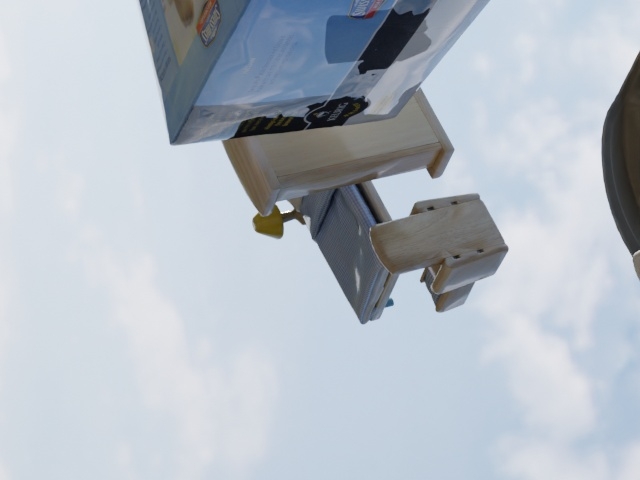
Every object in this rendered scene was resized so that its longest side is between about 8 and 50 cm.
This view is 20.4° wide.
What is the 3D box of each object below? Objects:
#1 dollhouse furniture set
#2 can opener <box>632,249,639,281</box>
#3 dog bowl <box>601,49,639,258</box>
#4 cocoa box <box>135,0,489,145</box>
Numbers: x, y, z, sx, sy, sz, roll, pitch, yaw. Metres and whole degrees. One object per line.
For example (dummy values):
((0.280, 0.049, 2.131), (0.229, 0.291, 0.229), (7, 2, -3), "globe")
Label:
((0.000, 0.000, 1.794), (0.286, 0.198, 0.303), (64, -26, 26), "dollhouse furniture set")
((0.293, -0.010, 1.113), (0.074, 0.093, 0.280), (48, -28, -1), "can opener")
((0.388, -0.078, 1.318), (0.349, 0.102, 0.348), (8, -60, 14), "dog bowl")
((-0.014, -0.251, 1.478), (0.347, 0.228, 0.231), (130, -52, -66), "cocoa box")
